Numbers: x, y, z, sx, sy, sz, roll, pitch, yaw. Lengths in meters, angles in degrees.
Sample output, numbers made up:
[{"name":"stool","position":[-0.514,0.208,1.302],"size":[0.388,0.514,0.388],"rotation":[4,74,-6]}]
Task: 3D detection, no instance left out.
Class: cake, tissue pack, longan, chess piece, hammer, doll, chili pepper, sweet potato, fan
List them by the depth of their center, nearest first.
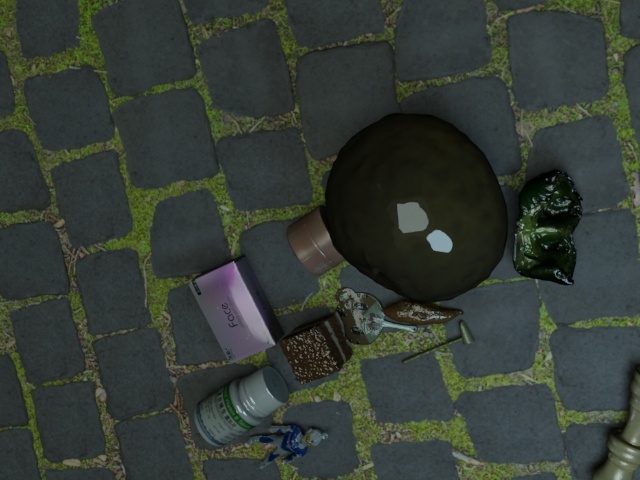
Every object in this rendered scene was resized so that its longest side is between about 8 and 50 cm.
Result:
[{"name":"longan","position":[0.208,-0.061,1.700],"size":[0.404,0.404,0.436],"rotation":[-28,96,17]},{"name":"chili pepper","position":[0.529,-0.037,1.788],"size":[0.148,0.116,0.264],"rotation":[4,102,24]},{"name":"chess piece","position":[0.740,0.500,1.842],"size":[0.117,0.117,0.397],"rotation":[20,107,8]},{"name":"sweet potato","position":[0.254,0.182,1.916],"size":[0.206,0.060,0.068],"rotation":[4,134,2]},{"name":"hammer","position":[0.289,0.266,1.942],"size":[0.195,0.028,0.060],"rotation":[-26,89,18]},{"name":"cake","position":[-0.006,0.268,1.943],"size":[0.135,0.147,0.135],"rotation":[-23,96,21]},{"name":"fan","position":[0.138,0.210,1.973],"size":[0.227,0.008,0.152],"rotation":[11,104,12]},{"name":"tissue pack","position":[-0.216,0.178,2.005],"size":[0.149,0.092,0.246],"rotation":[-26,94,15]},{"name":"doll","position":[-0.085,0.546,2.071],"size":[0.227,0.057,0.114],"rotation":[-22,92,18]}]

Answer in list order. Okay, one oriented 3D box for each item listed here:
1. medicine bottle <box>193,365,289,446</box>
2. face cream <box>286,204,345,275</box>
[{"name":"medicine bottle","position":[-0.209,0.438,2.034],"size":[0.237,0.139,0.139],"rotation":[-32,93,18]},{"name":"face cream","position":[0.000,0.000,1.888],"size":[0.104,0.149,0.149],"rotation":[-33,93,18]}]
